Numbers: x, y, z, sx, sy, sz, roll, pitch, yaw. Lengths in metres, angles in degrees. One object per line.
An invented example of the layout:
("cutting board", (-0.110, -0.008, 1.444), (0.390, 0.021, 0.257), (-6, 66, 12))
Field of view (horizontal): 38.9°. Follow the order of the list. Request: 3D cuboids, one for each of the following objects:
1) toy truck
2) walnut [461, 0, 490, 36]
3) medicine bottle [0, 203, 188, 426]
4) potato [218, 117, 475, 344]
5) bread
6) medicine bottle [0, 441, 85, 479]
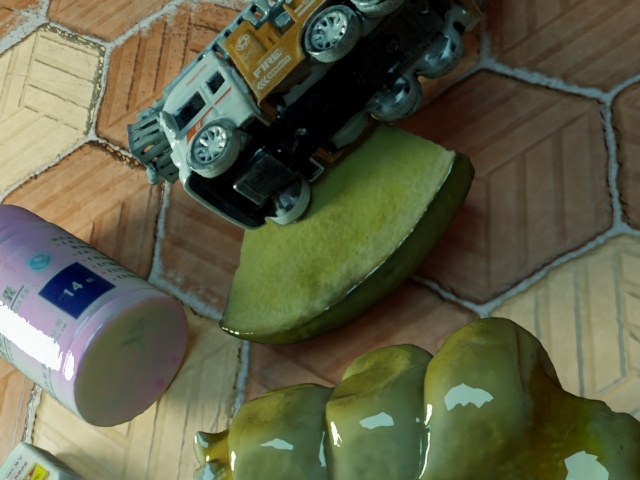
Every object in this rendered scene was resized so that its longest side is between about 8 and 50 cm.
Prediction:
("toy truck", (-0.032, -0.158, 0.860), (0.338, 0.133, 0.184), (-43, 50, 11))
("walnut", (0.085, -0.266, 0.981), (0.230, 0.178, 0.178), (-49, 57, 0))
("medicine bottle", (-0.281, 0.073, 0.970), (0.254, 0.152, 0.152), (26, 77, 31))
("potato", (0.000, 0.000, 0.914), (0.269, 0.112, 0.255), (28, 83, 44))
("bread", (0.097, 0.216, 0.698), (0.341, 0.210, 0.300), (-26, 91, 15))
("medicine bottle", (-0.279, 0.268, 0.928), (0.118, 0.055, 0.074), (26, 76, 31))
